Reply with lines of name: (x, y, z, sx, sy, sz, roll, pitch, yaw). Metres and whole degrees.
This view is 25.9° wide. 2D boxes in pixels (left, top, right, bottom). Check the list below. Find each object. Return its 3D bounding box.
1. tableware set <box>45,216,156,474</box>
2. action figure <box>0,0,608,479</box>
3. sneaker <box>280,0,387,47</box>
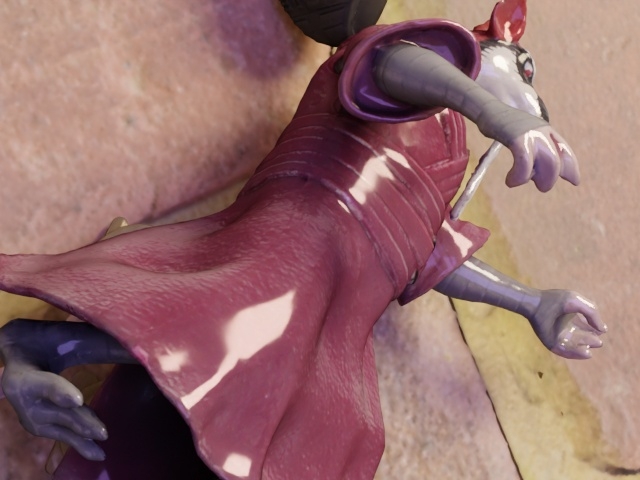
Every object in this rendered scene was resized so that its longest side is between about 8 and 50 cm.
tableware set: (-0.067, 0.073, 0.758, 0.168, 0.020, 0.141, 18, 77, -21)
action figure: (0.000, 0.000, 0.722, 0.370, 0.275, 0.248, -57, 153, -31)
sneaker: (0.055, -0.244, 0.796, 0.130, 0.109, 0.286, 17, 85, -38)
